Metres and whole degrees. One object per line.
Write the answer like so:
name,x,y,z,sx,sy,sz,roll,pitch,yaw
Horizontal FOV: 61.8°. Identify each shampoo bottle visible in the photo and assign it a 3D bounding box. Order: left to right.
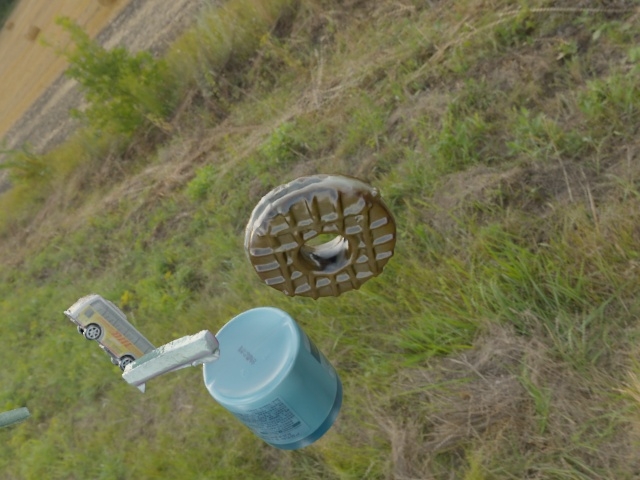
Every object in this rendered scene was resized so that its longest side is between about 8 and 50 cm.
shampoo bottle,-0.144,0.426,1.658,0.331,0.342,0.331,-16,45,17

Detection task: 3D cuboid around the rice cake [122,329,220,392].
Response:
rice cake,-0.341,0.277,1.225,0.290,0.081,0.051,-28,17,27

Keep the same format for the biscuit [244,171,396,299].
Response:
biscuit,0.000,0.000,1.136,0.332,0.332,0.103,-38,40,26

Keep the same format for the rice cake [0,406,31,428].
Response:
rice cake,-0.752,0.424,1.259,0.029,0.171,0.033,-34,80,6

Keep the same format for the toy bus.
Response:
toy bus,-0.523,0.247,1.370,0.092,0.268,0.106,-2,42,54
